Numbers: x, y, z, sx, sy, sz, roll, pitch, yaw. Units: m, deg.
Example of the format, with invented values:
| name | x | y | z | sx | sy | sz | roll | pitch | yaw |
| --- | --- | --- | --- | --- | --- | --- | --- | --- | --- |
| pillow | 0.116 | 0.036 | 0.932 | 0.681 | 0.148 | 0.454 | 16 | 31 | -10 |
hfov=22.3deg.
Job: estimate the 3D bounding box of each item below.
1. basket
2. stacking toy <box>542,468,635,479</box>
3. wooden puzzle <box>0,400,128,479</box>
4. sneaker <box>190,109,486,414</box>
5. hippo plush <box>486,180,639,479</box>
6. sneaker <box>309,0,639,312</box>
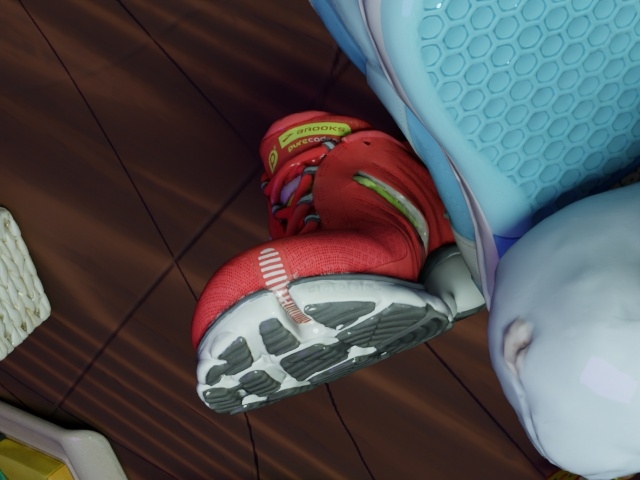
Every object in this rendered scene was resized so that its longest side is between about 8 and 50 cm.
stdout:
| name | x | y | z | sx | sy | sz | roll | pitch | yaw |
| --- | --- | --- | --- | --- | --- | --- | --- | --- | --- |
| basket | -0.298 | 0.029 | 1.230 | 0.167 | 0.103 | 0.113 | 17 | 134 | 42 |
| stacking toy | 0.220 | 0.168 | 0.789 | 0.167 | 0.052 | 0.221 | 55 | 146 | -6 |
| wooden puzzle | -0.231 | 0.237 | 1.406 | 0.239 | 0.044 | 0.221 | 7 | 127 | 47 |
| sneaker | 0.000 | 0.000 | 0.724 | 0.107 | 0.279 | 0.118 | -25 | 87 | 16 |
| hippo plush | 0.168 | 0.087 | 0.544 | 0.294 | 0.234 | 0.236 | -14 | 122 | 48 |
| sneaker | 0.069 | -0.082 | 0.688 | 0.208 | 0.127 | 0.319 | 55 | 175 | 41 |
